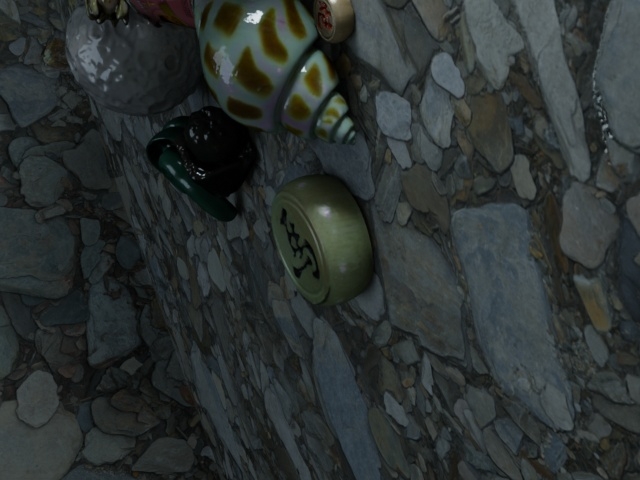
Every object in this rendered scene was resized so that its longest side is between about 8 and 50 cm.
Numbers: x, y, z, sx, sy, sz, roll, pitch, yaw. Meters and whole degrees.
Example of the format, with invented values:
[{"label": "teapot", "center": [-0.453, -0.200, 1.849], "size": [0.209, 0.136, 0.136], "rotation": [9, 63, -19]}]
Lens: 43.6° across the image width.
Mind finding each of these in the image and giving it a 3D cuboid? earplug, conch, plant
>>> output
[{"label": "earplug", "center": [-0.320, -0.198, 2.045], "size": [0.164, 0.258, 0.280], "rotation": [111, 167, -57]}, {"label": "conch", "center": [-0.080, -0.303, 1.342], "size": [0.197, 0.249, 0.367], "rotation": [-20, 104, 35]}, {"label": "plant", "center": [-0.236, -0.199, 1.831], "size": [0.256, 0.165, 0.141], "rotation": [81, 165, -62]}]

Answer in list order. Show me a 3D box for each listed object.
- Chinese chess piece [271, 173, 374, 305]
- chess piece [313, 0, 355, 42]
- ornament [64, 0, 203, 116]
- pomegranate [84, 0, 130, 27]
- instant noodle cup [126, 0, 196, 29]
[{"label": "Chinese chess piece", "center": [0.000, 0.000, 1.499], "size": [0.250, 0.101, 0.250], "rotation": [48, 149, 43]}, {"label": "chess piece", "center": [0.021, -0.353, 1.259], "size": [0.083, 0.038, 0.083], "rotation": [45, 144, 46]}, {"label": "ornament", "center": [-0.448, -0.459, 1.919], "size": [0.337, 0.337, 0.337], "rotation": [49, 148, 44]}, {"label": "pomegranate", "center": [-0.444, -0.599, 1.664], "size": [0.285, 0.285, 0.340], "rotation": [123, 149, -63]}, {"label": "instant noodle cup", "center": [-0.237, -0.503, 1.534], "size": [0.255, 0.244, 0.243], "rotation": [38, 141, 44]}]
